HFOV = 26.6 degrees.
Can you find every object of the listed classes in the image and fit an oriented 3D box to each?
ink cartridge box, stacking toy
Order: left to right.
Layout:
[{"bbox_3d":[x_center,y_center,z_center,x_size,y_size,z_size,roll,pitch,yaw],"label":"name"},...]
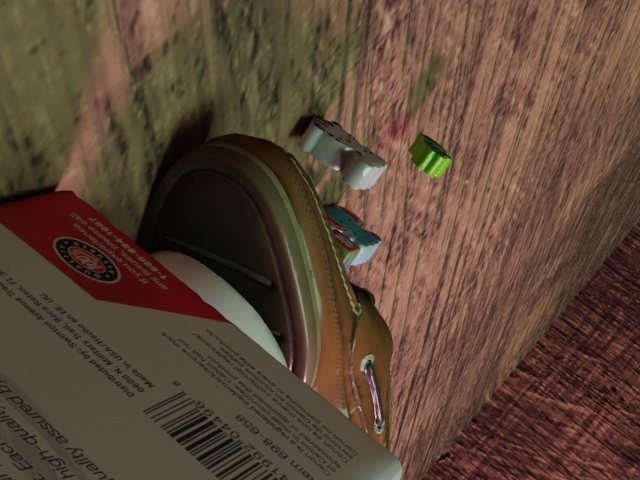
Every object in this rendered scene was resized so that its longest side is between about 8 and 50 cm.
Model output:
[{"bbox_3d":[-0.123,0.098,0.469,0.114,0.197,0.273,-59,163,22],"label":"ink cartridge box"},{"bbox_3d":[0.000,0.000,0.892,0.167,0.052,0.221,-55,166,17],"label":"stacking toy"}]

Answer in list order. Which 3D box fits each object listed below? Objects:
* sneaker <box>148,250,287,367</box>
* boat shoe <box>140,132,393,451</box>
[{"bbox_3d":[-0.144,0.170,0.690,0.236,0.130,0.323,-45,169,-38],"label":"sneaker"},{"bbox_3d":[-0.020,0.060,0.761,0.104,0.110,0.307,-42,141,-39],"label":"boat shoe"}]
